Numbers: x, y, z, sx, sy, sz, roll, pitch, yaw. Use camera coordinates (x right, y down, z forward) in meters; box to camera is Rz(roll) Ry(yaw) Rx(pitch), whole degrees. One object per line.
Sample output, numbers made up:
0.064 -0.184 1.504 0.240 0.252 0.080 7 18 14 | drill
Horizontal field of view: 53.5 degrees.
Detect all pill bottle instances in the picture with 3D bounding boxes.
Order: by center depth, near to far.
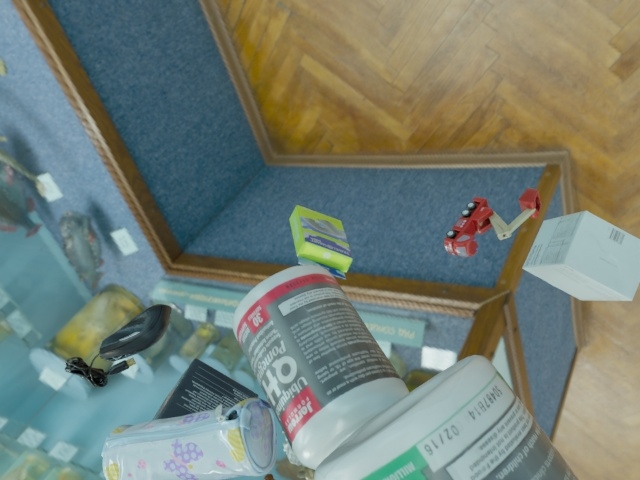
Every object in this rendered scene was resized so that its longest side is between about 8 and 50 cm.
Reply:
0.173 0.304 0.568 0.361 0.204 0.204 54 142 12 | pill bottle
0.015 0.202 0.884 0.318 0.176 0.176 56 152 34 | pill bottle

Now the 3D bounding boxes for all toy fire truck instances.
0.361 -0.036 1.327 0.135 0.192 0.047 17 148 42 | toy fire truck

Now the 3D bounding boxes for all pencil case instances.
-0.202 0.320 0.980 0.273 0.113 0.124 -17 146 21 | pencil case

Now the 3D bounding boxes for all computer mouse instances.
-0.439 0.259 1.470 0.060 0.262 0.184 51 166 24 | computer mouse

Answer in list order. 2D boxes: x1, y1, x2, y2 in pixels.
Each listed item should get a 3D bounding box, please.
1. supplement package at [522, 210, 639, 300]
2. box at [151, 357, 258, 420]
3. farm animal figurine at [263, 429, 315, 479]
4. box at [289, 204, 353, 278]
0.656 0.043 1.577 0.194 0.149 0.203 28 171 -6 | supplement package
-0.334 0.495 1.483 0.179 0.312 0.343 32 141 -6 | box
0.053 0.463 1.205 0.172 0.330 0.327 42 120 47 | farm animal figurine
0.000 0.000 1.280 0.109 0.178 0.042 19 116 -19 | box
